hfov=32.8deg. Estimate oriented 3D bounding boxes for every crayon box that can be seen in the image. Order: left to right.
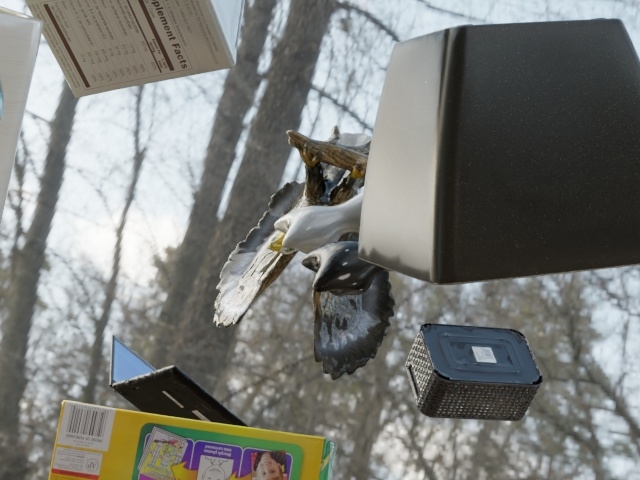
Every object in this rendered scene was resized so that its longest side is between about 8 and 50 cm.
[{"bbox_3d":[-0.134,0.263,1.095,0.278,0.165,0.081,7,-12,8],"label":"crayon box"}]

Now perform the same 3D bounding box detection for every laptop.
[{"bbox_3d":[-0.211,0.248,1.772,0.264,0.136,0.234,-21,-55,43],"label":"laptop"}]

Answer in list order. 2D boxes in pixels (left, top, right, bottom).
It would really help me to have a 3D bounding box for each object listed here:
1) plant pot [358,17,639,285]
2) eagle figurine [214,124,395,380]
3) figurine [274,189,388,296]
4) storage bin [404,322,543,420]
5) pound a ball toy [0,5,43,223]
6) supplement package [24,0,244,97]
[{"bbox_3d":[0.135,-0.068,0.781,0.187,0.167,0.188,-5,5,-14],"label":"plant pot"},{"bbox_3d":[-0.009,0.002,1.453,0.225,0.226,0.298,-3,-57,-26],"label":"eagle figurine"},{"bbox_3d":[0.062,-0.014,1.227,0.209,0.215,0.092,-19,-67,-11],"label":"figurine"},{"bbox_3d":[0.233,0.201,1.662,0.180,0.122,0.084,4,-52,-16],"label":"storage bin"},{"bbox_3d":[-0.293,0.004,0.647,0.135,0.319,0.208,22,12,33],"label":"pound a ball toy"},{"bbox_3d":[-0.154,-0.288,0.905,0.145,0.262,0.204,-9,-45,12],"label":"supplement package"}]
